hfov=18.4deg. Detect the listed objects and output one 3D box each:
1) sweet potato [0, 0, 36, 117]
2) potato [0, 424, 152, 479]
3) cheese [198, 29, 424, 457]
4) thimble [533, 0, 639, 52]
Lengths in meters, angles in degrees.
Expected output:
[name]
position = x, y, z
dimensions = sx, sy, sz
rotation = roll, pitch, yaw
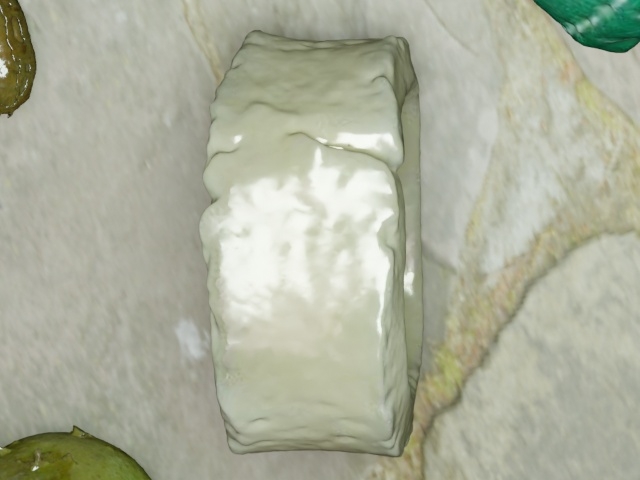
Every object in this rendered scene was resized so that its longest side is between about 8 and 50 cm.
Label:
[sweet potato]
position = -0.281, -0.219, 1.654
dimensions = 0.081, 0.062, 0.233
rotation = -2, 102, -9
[potato]
position = -0.244, 0.341, 1.728
dimensions = 0.269, 0.219, 0.359
rotation = 38, 113, 4
[cheese]
position = 0.002, 0.000, 1.564
dimensions = 0.153, 0.292, 0.332
rotation = -1, 99, 7
[thimble]
position = 0.250, -0.289, 1.475
dimensions = 0.167, 0.254, 0.288
rotation = 39, 105, -7
